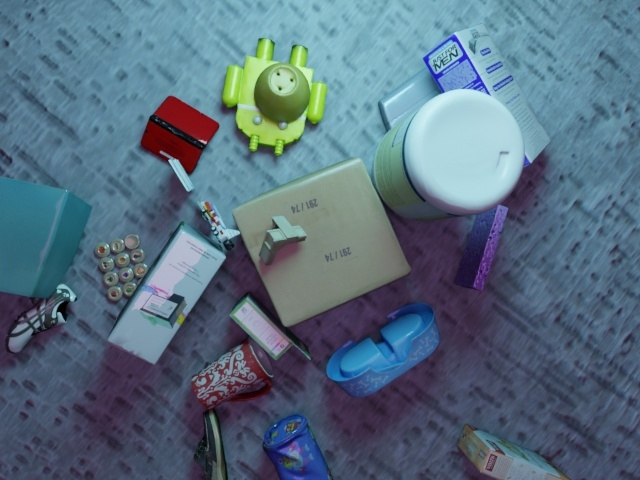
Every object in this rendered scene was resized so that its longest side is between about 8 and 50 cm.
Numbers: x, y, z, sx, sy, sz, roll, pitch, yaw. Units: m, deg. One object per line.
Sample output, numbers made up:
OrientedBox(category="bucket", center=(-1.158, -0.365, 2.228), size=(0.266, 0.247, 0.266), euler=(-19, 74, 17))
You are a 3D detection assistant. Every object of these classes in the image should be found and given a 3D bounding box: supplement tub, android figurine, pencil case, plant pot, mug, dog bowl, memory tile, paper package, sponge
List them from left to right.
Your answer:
OrientedBox(category="plant pot", center=(-0.639, 0.003, 1.121), size=(0.165, 0.165, 0.235), euler=(12, 80, -5))
OrientedBox(category="memory tile", center=(-0.475, 0.065, 1.235), size=(0.113, 0.012, 0.148), euler=(-15, 93, -5))
OrientedBox(category="mug", center=(-0.203, 0.335, 1.221), size=(0.169, 0.113, 0.150), euler=(-31, 92, -1))
OrientedBox(category="android figurine", center=(-0.112, -0.343, 1.239), size=(0.248, 0.056, 0.273), euler=(11, 89, -6))
OrientedBox(category="plant pot", center=(-0.085, -0.349, 1.165), size=(0.134, 0.095, 0.134), euler=(0, 89, -6))
OrientedBox(category="pencil case", center=(-0.038, 0.582, 1.237), size=(0.133, 0.119, 0.306), euler=(-23, 93, -2))
OrientedBox(category="paper package", center=(0.000, 0.000, 1.201), size=(0.324, 0.168, 0.310), euler=(-24, 92, -4))
OrientedBox(category="dog bowl", center=(0.157, 0.266, 1.231), size=(0.297, 0.166, 0.074), euler=(-32, 106, -4))
OrientedBox(category="supplement tub", center=(0.246, -0.161, 1.082), size=(0.235, 0.325, 0.236), euler=(0, 89, -10))
OrientedBox(category="sponge", center=(0.395, 0.017, 1.263), size=(0.031, 0.117, 0.210), euler=(19, 89, -7))

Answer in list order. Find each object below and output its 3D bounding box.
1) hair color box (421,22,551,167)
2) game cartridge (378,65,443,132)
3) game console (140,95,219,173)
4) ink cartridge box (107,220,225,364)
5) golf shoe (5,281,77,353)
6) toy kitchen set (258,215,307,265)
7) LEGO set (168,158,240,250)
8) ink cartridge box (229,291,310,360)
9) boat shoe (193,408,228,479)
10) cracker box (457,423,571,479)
OrientedBox(category="hair color box", center=(0.400, -0.333, 1.217), size=(0.185, 0.110, 0.339), euler=(-36, 97, -46))
OrientedBox(category="game cartridge", center=(0.284, -0.268, 1.279), size=(0.196, 0.060, 0.294), euler=(-36, 94, 1))
OrientedBox(category="game console", center=(-0.339, -0.256, 1.239), size=(0.144, 0.085, 0.124), euler=(30, 120, -5))
OrientedBox(category="ink cartridge box", center=(-0.341, 0.109, 1.149), size=(0.117, 0.201, 0.278), euler=(34, 88, -16))
OrientedBox(category="golf shoe", center=(-0.650, 0.188, 1.191), size=(0.093, 0.077, 0.198), euler=(32, 90, -6))
OrientedBox(category="toy kitchen set", center=(-0.089, -0.002, 1.100), size=(0.083, 0.075, 0.068), euler=(-11, 49, -36))
OrientedBox(category="LEGO set", center=(-0.255, -0.084, 1.162), size=(0.060, 0.182, 0.244), euler=(-30, 102, -6))
OrientedBox(category="ink cartridge box", center=(-0.121, 0.221, 1.224), size=(0.209, 0.109, 0.062), euler=(44, 88, -5))
OrientedBox(category="boat shoe", center=(-0.269, 0.521, 1.233), size=(0.073, 0.080, 0.224), euler=(-8, 97, -10))
OrientedBox(category="cracker box", center=(0.477, 0.550, 1.265), size=(0.232, 0.156, 0.067), euler=(23, 89, -6))
